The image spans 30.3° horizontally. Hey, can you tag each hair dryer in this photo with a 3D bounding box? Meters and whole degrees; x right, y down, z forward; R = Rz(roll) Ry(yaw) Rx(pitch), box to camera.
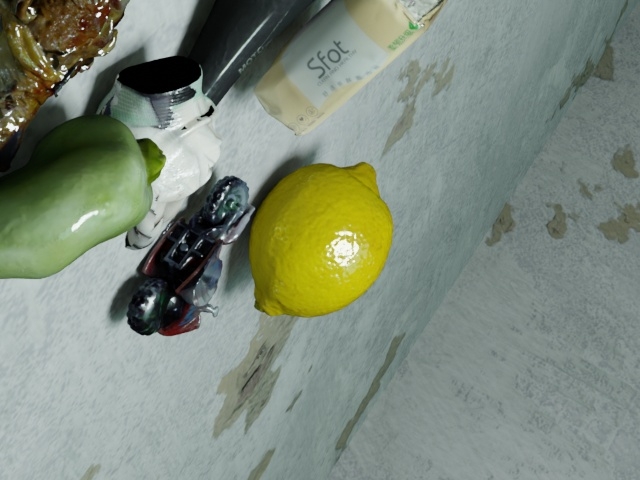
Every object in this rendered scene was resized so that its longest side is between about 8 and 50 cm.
[{"bbox_3d":[-0.015,-0.275,1.266,0.304,0.120,0.359,-57,174,16],"label":"hair dryer"}]

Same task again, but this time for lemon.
[{"bbox_3d":[0.000,0.000,1.558,0.244,0.187,0.187,-52,162,-11],"label":"lemon"}]

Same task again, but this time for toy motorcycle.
[{"bbox_3d":[-0.141,0.028,1.361,0.213,0.082,0.122,-55,161,-15],"label":"toy motorcycle"}]

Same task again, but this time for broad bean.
[{"bbox_3d":[-0.210,-0.030,0.959,0.228,0.169,0.100,-41,114,-41],"label":"broad bean"}]

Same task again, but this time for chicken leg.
[{"bbox_3d":[-0.217,-0.144,0.899,0.125,0.080,0.196,-17,141,-53],"label":"chicken leg"}]

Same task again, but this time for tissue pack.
[{"bbox_3d":[0.040,-0.230,1.287,0.222,0.090,0.186,-36,-166,40],"label":"tissue pack"}]

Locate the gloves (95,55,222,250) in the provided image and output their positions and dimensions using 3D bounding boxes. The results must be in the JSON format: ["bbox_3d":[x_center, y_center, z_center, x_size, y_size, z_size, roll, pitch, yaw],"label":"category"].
[{"bbox_3d":[-0.160,-0.067,1.125,0.127,0.111,0.212,-50,153,-47],"label":"gloves"}]
